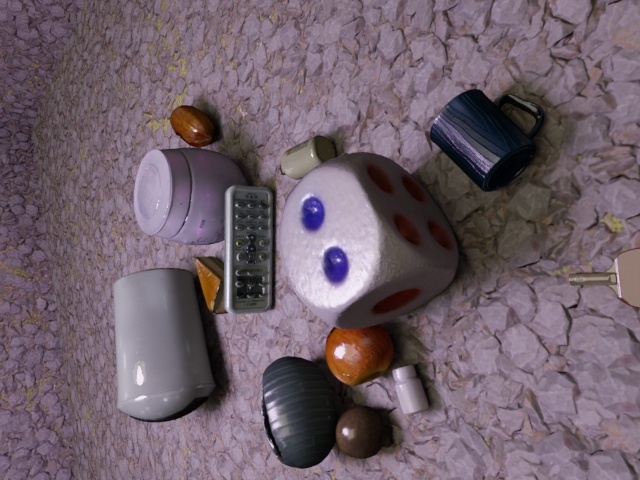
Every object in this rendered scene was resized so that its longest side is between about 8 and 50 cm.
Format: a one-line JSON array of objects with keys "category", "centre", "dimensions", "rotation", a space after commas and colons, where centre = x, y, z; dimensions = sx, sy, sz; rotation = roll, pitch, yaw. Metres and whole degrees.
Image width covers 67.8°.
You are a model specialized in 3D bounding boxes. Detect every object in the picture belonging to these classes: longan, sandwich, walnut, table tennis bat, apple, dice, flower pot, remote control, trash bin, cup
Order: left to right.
[{"category": "trash bin", "centre": [-0.483, 0.325, 1.451], "dimensions": [0.280, 0.281, 0.431], "rotation": [-30, 65, 41]}, {"category": "walnut", "centre": [-0.395, -0.354, 1.486], "dimensions": [0.207, 0.116, 0.115], "rotation": [33, 113, 33]}, {"category": "sandwich", "centre": [-0.322, 0.130, 1.419], "dimensions": [0.163, 0.079, 0.113], "rotation": [33, 111, 39]}, {"category": "remote control", "centre": [-0.193, 0.025, 1.258], "dimensions": [0.066, 0.128, 0.335], "rotation": [1, 90, 59]}, {"category": "flower pot", "centre": [-0.050, 0.379, 1.068], "dimensions": [0.189, 0.157, 0.242], "rotation": [107, 154, -52]}, {"category": "apple", "centre": [0.077, 0.222, 0.975], "dimensions": [0.147, 0.147, 0.146], "rotation": [-1, 89, 46]}, {"category": "longan", "centre": [0.091, 0.401, 0.993], "dimensions": [0.119, 0.106, 0.106], "rotation": [9, 98, 6]}, {"category": "dice", "centre": [0.088, 0.005, 0.883], "dimensions": [0.243, 0.259, 0.251], "rotation": [-43, 60, 34]}, {"category": "cup", "centre": [0.280, -0.176, 0.788], "dimensions": [0.150, 0.114, 0.138], "rotation": [-54, 56, 33]}, {"category": "table tennis bat", "centre": [0.446, 0.055, 0.690], "dimensions": [0.157, 0.013, 0.086], "rotation": [-8, 86, 43]}]

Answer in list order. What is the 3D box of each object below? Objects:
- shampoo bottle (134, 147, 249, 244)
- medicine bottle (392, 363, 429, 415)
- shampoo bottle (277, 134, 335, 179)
[{"category": "shampoo bottle", "centre": [-0.361, -0.123, 1.331], "dimensions": [0.273, 0.266, 0.272], "rotation": [0, 90, 47]}, {"category": "medicine bottle", "centre": [0.175, 0.292, 0.933], "dimensions": [0.052, 0.052, 0.089], "rotation": [-31, 68, 41]}, {"category": "shampoo bottle", "centre": [-0.044, -0.190, 1.140], "dimensions": [0.162, 0.079, 0.079], "rotation": [-16, 79, 44]}]
